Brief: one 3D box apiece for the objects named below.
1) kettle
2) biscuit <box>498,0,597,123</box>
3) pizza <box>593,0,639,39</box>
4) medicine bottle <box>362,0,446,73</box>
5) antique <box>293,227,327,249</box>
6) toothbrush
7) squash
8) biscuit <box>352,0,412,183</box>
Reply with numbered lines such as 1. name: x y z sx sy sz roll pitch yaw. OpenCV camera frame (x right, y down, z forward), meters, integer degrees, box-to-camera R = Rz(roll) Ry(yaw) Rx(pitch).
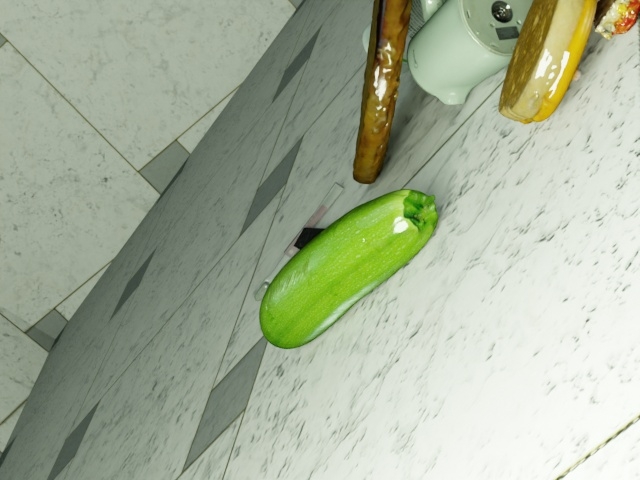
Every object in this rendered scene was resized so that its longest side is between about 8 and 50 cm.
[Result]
1. kettle: 0.152 -0.225 1.375 0.098 0.127 0.148 -42 4 -24
2. biscuit: 0.211 -0.180 1.153 0.170 0.050 0.170 -161 90 -87
3. pizza: 0.266 -0.211 1.133 0.100 0.029 0.099 -54 4 -1
4. medicine bottle: 0.136 -0.299 1.692 0.183 0.086 0.086 -41 20 51
5. antique: 0.000 0.000 1.615 0.031 0.015 0.192 -58 12 -7
6. toothbrush: -0.031 0.004 1.724 0.194 0.014 0.017 -54 12 11
7. squash: 0.014 0.032 1.325 0.292 0.082 0.082 -43 18 46
8. biscuit: 0.076 -0.222 1.540 0.318 0.040 0.318 -171 90 -89
